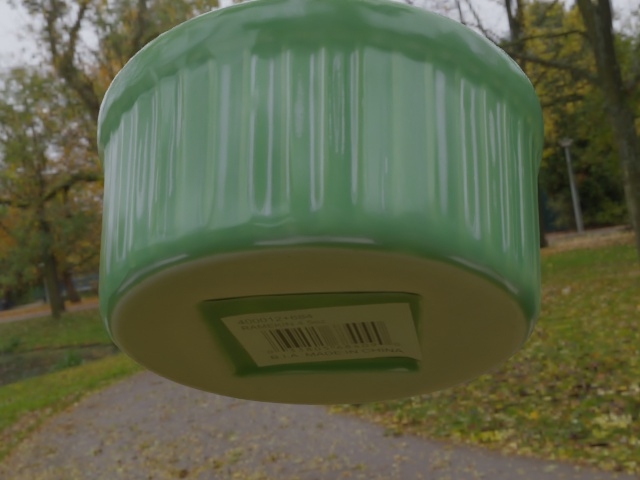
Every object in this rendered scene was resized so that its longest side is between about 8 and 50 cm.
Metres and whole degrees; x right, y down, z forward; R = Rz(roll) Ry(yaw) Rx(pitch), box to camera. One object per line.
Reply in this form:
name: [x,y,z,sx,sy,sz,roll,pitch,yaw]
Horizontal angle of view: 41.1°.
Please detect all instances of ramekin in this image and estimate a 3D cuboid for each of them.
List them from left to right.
ramekin: [0.000,0.000,0.562,0.304,0.148,0.303,0,-28,0]
